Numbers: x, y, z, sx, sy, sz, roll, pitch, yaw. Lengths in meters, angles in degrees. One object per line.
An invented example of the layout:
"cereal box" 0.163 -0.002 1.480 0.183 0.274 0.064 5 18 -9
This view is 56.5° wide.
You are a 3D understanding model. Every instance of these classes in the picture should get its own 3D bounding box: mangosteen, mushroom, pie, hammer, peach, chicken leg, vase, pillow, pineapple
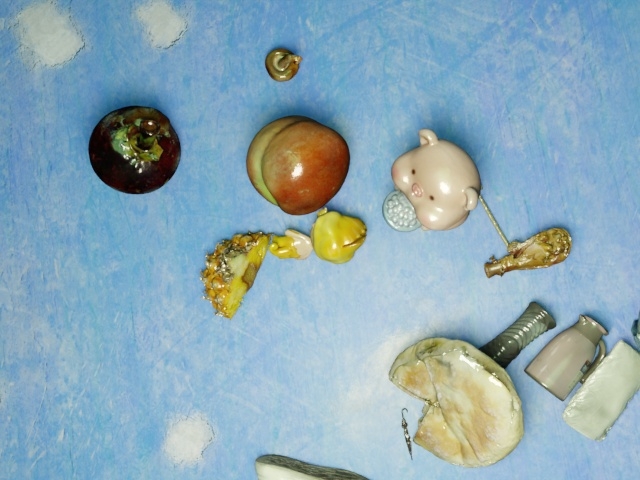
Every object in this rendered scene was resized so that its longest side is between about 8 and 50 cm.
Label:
"mangosteen" -0.466 -0.235 1.504 0.231 0.289 0.231 1 86 -18
"mushroom" -0.088 -0.458 1.559 0.129 0.073 0.088 16 70 45
"pie" 0.307 0.365 1.326 0.337 0.075 0.337 16 120 30
"hammer" 0.405 -0.052 1.449 0.060 0.028 0.195 -30 80 13
"peach" -0.049 -0.186 1.440 0.252 0.252 0.252 -1 83 11
"chicken leg" 0.481 0.035 1.388 0.207 0.101 0.085 -23 81 16
"vase" 0.428 0.245 1.375 0.237 0.115 0.115 -42 78 -1
"pillow" 0.645 0.339 1.332 0.128 0.051 0.229 37 91 -17
"pineapple" -0.247 0.061 1.493 0.140 0.164 0.250 25 92 20

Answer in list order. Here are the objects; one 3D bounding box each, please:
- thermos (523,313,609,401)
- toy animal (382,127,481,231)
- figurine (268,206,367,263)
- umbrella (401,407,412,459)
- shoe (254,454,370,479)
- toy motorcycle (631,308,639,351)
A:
"thermos" 0.574 0.265 1.350 0.137 0.105 0.193 40 89 -16
"toy animal" 0.274 -0.116 1.378 0.229 0.221 0.210 -47 68 33
"figurine" 0.000 0.000 1.472 0.246 0.131 0.156 -13 118 20
"umbrella" 0.206 0.466 1.432 0.022 0.013 0.122 -4 81 -11
"shoe" -0.018 0.618 1.406 0.316 0.124 0.159 11 85 17
"toy motorcycle" 0.795 0.228 1.274 0.206 0.154 0.260 -29 67 3
